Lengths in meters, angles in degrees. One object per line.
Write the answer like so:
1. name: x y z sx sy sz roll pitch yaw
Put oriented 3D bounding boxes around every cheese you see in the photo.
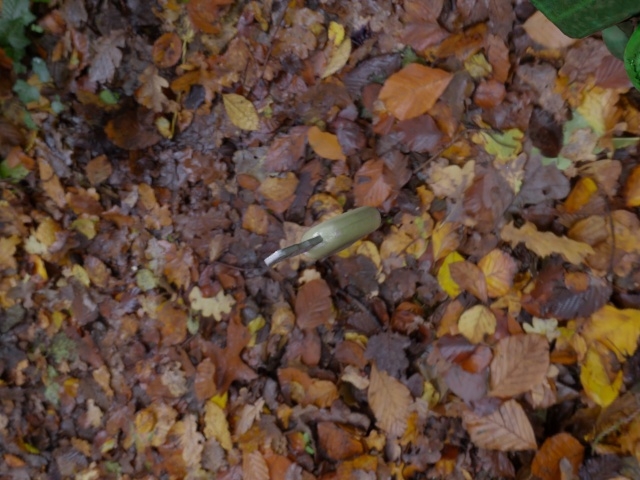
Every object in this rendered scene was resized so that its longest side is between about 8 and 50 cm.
1. cheese: 0.000 0.000 0.584 0.097 0.192 0.038 -34 81 35

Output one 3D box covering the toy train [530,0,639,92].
1. toy train: 0.210 -0.162 0.205 0.201 0.266 0.145 36 89 -10
